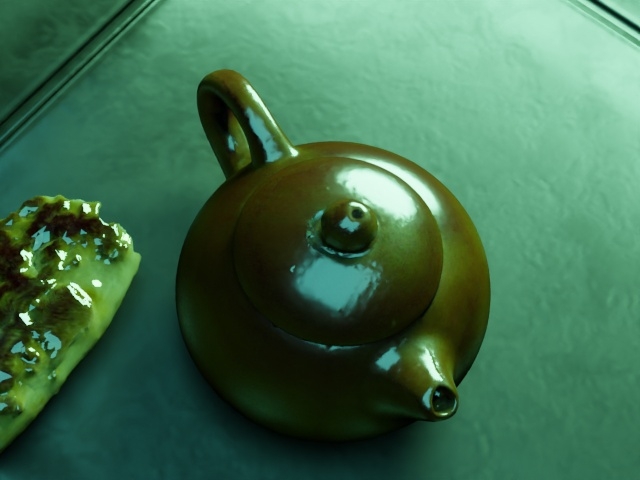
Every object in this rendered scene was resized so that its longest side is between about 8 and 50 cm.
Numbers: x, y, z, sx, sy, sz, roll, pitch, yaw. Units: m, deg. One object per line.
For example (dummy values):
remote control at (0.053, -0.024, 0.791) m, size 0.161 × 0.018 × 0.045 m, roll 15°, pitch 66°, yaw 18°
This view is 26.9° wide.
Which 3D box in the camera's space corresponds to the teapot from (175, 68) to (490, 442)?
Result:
teapot at (0.000, 0.000, 0.744) m, size 0.178 × 0.135 × 0.252 m, roll -25°, pitch 70°, yaw -21°

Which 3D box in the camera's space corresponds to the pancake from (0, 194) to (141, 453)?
pancake at (-0.261, 0.047, 0.752) m, size 0.244 × 0.057 × 0.266 m, roll 29°, pitch 60°, yaw 18°
